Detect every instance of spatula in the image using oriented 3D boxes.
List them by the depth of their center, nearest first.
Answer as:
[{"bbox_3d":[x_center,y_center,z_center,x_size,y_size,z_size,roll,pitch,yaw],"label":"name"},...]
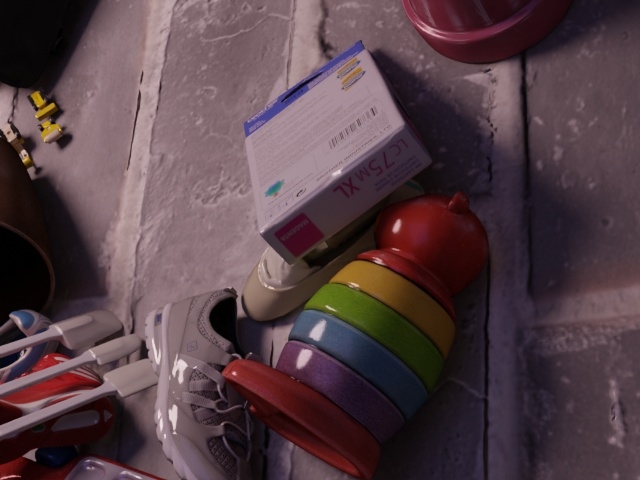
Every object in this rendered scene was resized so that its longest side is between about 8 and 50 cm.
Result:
[{"bbox_3d":[-0.300,0.148,1.418,0.168,0.242,0.019,37,131,34],"label":"spatula"}]

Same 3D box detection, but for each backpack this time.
[{"bbox_3d":[-0.540,-0.388,1.821,0.355,0.273,0.290,12,79,48],"label":"backpack"}]

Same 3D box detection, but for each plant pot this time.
[{"bbox_3d":[0.162,-0.324,1.383,0.201,0.180,0.201,-13,61,25],"label":"plant pot"},{"bbox_3d":[-0.443,-0.026,1.601,0.215,0.215,0.230,-28,40,16],"label":"plant pot"}]

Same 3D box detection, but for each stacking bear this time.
[{"bbox_3d":[0.062,0.077,1.258,0.164,0.175,0.289,28,74,24],"label":"stacking bear"}]

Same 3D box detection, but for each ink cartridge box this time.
[{"bbox_3d":[0.008,-0.109,1.387,0.186,0.065,0.311,-36,27,10],"label":"ink cartridge box"}]

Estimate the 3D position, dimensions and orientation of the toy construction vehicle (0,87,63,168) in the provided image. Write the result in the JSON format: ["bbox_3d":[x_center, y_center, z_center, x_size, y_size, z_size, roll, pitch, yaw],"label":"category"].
[{"bbox_3d":[-0.393,-0.152,1.727,0.086,0.035,0.098,-36,55,-4],"label":"toy construction vehicle"}]

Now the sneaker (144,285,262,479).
[{"bbox_3d":[-0.112,0.163,1.344,0.115,0.105,0.281,-31,53,14],"label":"sneaker"}]

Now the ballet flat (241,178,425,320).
[{"bbox_3d":[0.000,0.000,1.376,0.248,0.086,0.086,-34,53,12],"label":"ballet flat"}]

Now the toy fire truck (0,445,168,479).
[{"bbox_3d":[-0.309,0.334,1.363,0.302,0.169,0.254,11,46,36],"label":"toy fire truck"}]

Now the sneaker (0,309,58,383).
[{"bbox_3d":[-0.420,0.179,1.536,0.237,0.086,0.085,-50,53,1],"label":"sneaker"}]

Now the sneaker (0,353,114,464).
[{"bbox_3d":[-0.354,0.192,1.447,0.128,0.221,0.087,-128,41,-68],"label":"sneaker"}]
